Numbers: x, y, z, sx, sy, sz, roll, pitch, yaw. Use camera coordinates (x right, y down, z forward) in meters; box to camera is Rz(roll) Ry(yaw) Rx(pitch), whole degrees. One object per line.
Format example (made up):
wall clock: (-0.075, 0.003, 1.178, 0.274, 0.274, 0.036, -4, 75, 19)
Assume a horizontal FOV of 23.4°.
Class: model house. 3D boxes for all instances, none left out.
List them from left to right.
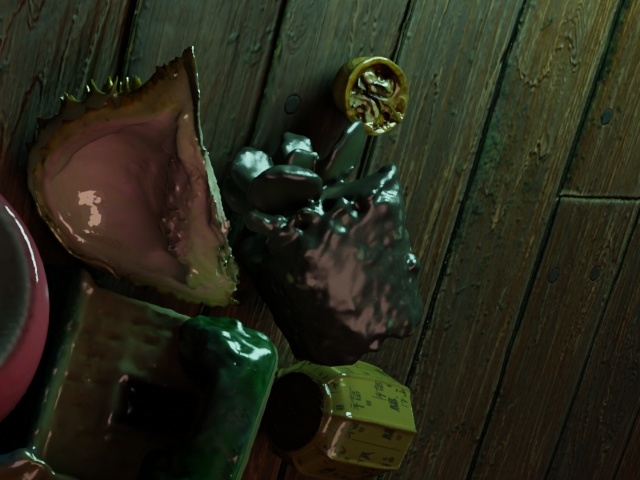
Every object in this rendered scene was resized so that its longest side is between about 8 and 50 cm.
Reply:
model house: (-0.256, 0.232, 1.584, 0.334, 0.343, 0.382, 99, 10, -75)

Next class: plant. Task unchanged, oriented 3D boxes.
plant: (0.000, 0.000, 1.807, 0.199, 0.188, 0.276, -29, 111, -21)

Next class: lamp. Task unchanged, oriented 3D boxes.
lamp: (0.025, 0.230, 1.989, 0.185, 0.161, 0.161, 15, 103, -45)

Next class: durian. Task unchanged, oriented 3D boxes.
durian: (-0.207, -0.065, 1.610, 0.196, 0.185, 0.305, -13, 133, -6)

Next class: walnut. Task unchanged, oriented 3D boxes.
walnut: (0.053, -0.178, 1.848, 0.091, 0.052, 0.121, -57, 140, -3)

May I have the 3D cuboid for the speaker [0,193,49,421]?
speaker: (-0.400, 0.057, 1.401, 0.294, 0.294, 0.294, -22, 127, -33)
